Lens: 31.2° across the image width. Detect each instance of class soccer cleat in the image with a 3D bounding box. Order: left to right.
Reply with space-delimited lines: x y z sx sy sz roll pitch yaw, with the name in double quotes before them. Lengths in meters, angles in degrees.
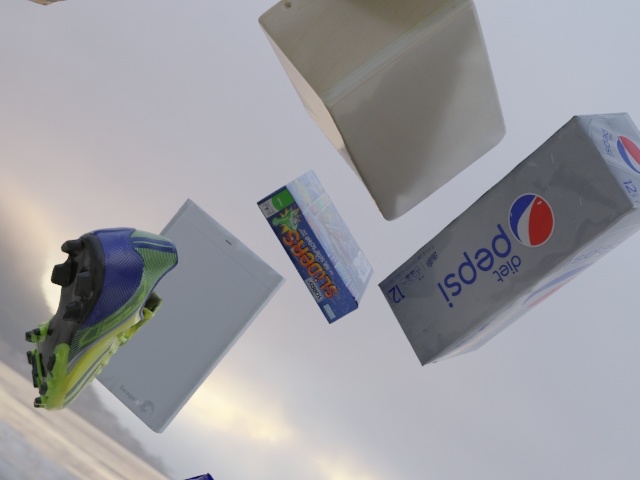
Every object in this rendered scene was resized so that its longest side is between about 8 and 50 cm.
"soccer cleat" -0.223 0.090 1.157 0.289 0.121 0.093 -57 -135 46

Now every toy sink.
"toy sink" 0.063 -0.150 1.058 0.131 0.152 0.234 53 -1 29

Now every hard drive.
"hard drive" -0.226 0.115 1.779 0.203 0.307 0.040 39 -1 15

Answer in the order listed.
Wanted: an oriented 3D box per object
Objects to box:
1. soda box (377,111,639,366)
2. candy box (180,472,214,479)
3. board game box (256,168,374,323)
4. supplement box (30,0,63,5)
"soda box" 0.185 0.005 1.057 0.286 0.091 0.098 -44 -114 39
"candy box" -0.118 0.397 1.098 0.268 0.122 0.317 -26 -79 48
"board game box" 0.000 0.000 1.165 0.136 0.035 0.201 59 10 -3
"supplement box" -0.323 -0.419 1.446 0.194 0.191 0.129 -6 -5 29
